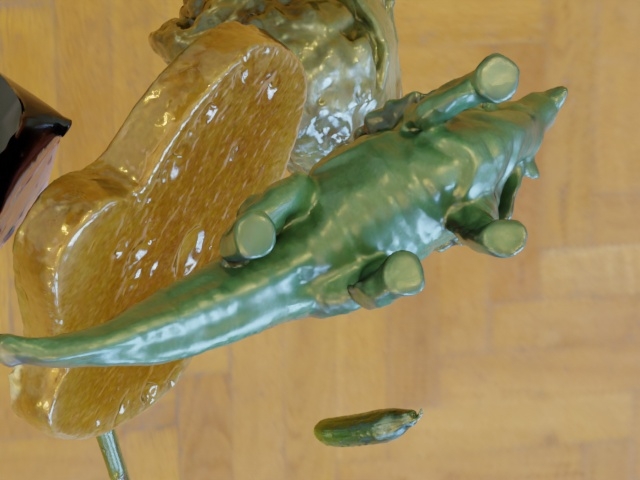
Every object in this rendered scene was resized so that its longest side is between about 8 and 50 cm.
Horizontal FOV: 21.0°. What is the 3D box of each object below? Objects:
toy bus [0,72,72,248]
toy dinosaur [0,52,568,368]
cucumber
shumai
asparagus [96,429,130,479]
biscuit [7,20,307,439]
[{"bbox_3d":[-0.354,-0.102,1.345,0.303,0.147,0.127,26,58,4],"label":"toy bus"},{"bbox_3d":[0.011,-0.005,0.727,0.292,0.120,0.079,-31,96,-42],"label":"toy dinosaur"},{"bbox_3d":[0.047,0.195,1.788,0.037,0.155,0.037,15,68,-43],"label":"cucumber"},{"bbox_3d":[0.008,-0.221,1.686,0.292,0.330,0.288,42,90,2],"label":"shumai"},{"bbox_3d":[-0.174,0.233,1.552,0.025,0.024,0.248,-36,134,-30],"label":"asparagus"},{"bbox_3d":[-0.133,-0.002,1.257,0.057,0.287,0.343,32,109,20],"label":"biscuit"}]
